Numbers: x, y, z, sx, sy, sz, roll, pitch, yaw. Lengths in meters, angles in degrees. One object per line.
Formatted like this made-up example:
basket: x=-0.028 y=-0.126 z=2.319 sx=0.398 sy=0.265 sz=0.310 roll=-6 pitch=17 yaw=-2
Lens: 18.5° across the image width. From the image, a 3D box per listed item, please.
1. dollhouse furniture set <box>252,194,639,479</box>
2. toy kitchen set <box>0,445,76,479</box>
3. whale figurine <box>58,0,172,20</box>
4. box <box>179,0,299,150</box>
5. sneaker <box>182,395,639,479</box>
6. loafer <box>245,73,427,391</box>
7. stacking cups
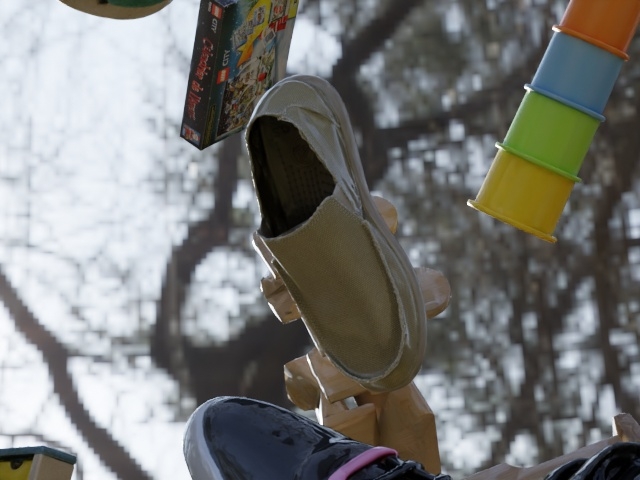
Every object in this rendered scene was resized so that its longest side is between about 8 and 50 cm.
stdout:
dollhouse furniture set: x=0.134 y=0.191 z=1.958 sx=0.256 sy=0.394 sz=0.362 roll=-18 pitch=-50 yaw=-12
toy kitchen set: x=-0.341 y=0.172 z=1.700 sx=0.166 sy=0.122 sz=0.207 roll=-9 pitch=-23 yaw=42
whale figurine: x=-0.193 y=-0.346 z=1.881 sx=0.216 sy=0.272 sz=0.141 roll=15 pitch=-33 yaw=-19
box: x=-0.107 y=-0.250 z=2.636 sx=0.159 sy=0.044 sz=0.233 roll=-29 pitch=-37 yaw=-41
sneaker: x=0.075 y=0.121 z=0.845 sx=0.104 sy=0.296 sz=0.147 roll=-26 pitch=-35 yaw=-51
loafer: x=0.000 y=0.000 z=1.573 sx=0.102 sy=0.268 sz=0.092 roll=-24 pitch=-3 yaw=33
stacking cups: x=0.249 y=-0.157 z=1.878 sx=0.096 sy=0.316 sz=0.096 roll=25 pitch=2 yaw=-1
